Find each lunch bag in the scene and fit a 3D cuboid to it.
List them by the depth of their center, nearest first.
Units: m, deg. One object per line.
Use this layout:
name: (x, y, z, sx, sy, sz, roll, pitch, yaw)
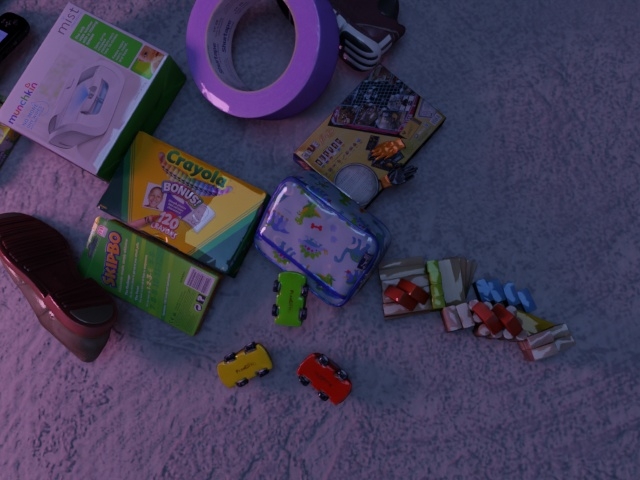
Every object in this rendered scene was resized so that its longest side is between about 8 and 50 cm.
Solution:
lunch bag: (0.000, 0.000, 1.202, 0.219, 0.090, 0.176, 39, 120, 10)

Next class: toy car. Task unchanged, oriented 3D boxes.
toy car: (-0.054, 0.161, 1.202, 0.239, 0.053, 0.225, 7, 98, 6)

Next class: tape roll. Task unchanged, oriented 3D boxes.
tape roll: (-0.107, -0.360, 1.249, 0.275, 0.090, 0.274, 3, 98, 23)

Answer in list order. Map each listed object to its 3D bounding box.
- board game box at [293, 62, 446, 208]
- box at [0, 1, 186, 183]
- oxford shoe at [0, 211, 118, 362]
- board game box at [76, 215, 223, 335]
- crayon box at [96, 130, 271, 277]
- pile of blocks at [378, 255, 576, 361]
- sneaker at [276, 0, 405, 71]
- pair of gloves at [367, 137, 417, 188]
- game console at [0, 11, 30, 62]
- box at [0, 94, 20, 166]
board game box: (0.090, -0.187, 1.256, 0.165, 0.042, 0.243, 41, 77, 6)
box: (-0.428, -0.271, 1.298, 0.231, 0.127, 0.262, 30, 85, 7)
oxford shoe: (-0.504, 0.083, 1.244, 0.348, 0.123, 0.130, 44, 128, 27)
board game box: (-0.317, 0.062, 1.257, 0.259, 0.039, 0.124, 26, 101, 6)
crayon box: (-0.246, -0.066, 1.265, 0.278, 0.081, 0.165, 26, 83, 9)
pile of blocks: (0.268, 0.103, 1.176, 0.362, 0.112, 0.149, 16, 82, 7)
sneaker: (0.046, -0.452, 1.316, 0.162, 0.106, 0.281, -40, 75, -21)
pair of gloves: (0.128, -0.138, 1.219, 0.074, 0.010, 0.083, -24, 80, -10)
game console: (-0.725, -0.318, 1.349, 0.213, 0.044, 0.361, 32, 77, 26)
box: (-0.660, -0.203, 1.346, 0.105, 0.043, 0.179, 28, 85, 10)
